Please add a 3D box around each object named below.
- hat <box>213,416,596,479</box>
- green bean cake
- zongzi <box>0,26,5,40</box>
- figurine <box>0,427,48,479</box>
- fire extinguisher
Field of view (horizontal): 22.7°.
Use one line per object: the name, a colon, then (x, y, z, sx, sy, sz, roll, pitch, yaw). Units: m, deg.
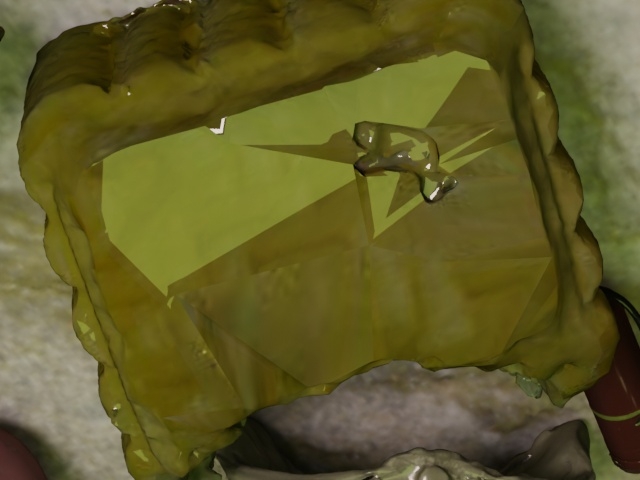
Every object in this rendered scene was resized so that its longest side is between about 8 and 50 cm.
hat: (0.041, 0.188, 0.858, 0.214, 0.149, 0.245, 0, 112, -3)
green bean cake: (0.000, 0.000, 0.720, 0.236, 0.124, 0.233, -17, 116, 2)
zongzi: (-0.235, -0.034, 0.627, 0.187, 0.184, 0.084, -25, 95, 20)
figurine: (-0.203, 0.260, 0.825, 0.211, 0.270, 0.261, -25, 113, 18)
fire extinguisher: (0.152, 0.066, 0.834, 0.056, 0.039, 0.132, 0, 131, 36)
